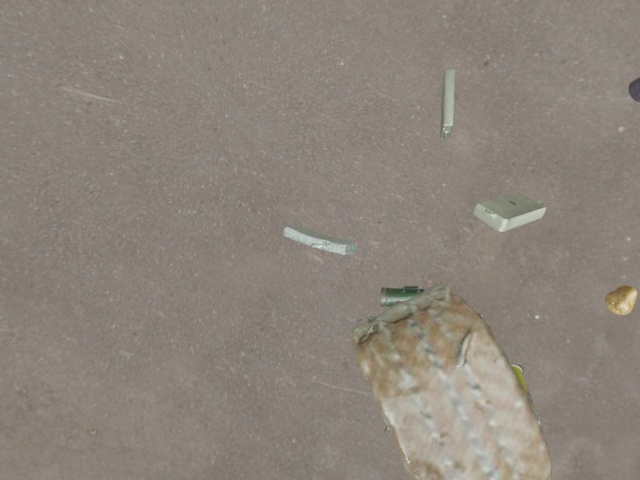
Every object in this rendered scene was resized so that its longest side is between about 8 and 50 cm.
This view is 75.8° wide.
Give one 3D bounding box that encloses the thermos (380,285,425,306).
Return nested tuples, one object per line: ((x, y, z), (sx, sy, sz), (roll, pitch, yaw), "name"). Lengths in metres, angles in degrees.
((0.316, 0.202, 1.489), (0.187, 0.073, 0.083), (-1, 93, 17), "thermos")

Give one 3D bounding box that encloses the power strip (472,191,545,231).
((0.604, -0.096, 1.308), (0.270, 0.118, 0.046), (-15, 131, -33), "power strip")

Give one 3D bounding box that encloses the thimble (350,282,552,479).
((0.135, 0.184, 0.462), (0.148, 0.196, 0.229), (-26, 115, -1), "thimble")

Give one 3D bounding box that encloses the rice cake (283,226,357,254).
((0.000, 0.000, 1.380), (0.236, 0.127, 0.043), (17, 99, 24), "rice cake")

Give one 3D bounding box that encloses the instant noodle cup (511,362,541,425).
((0.508, 0.466, 1.164), (0.204, 0.153, 0.205), (-6, 136, -5), "instant noodle cup")

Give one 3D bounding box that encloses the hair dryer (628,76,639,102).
((0.796, -0.308, 0.892), (0.121, 0.301, 0.361), (35, 74, -7), "hair dryer")

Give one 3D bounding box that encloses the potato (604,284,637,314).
((0.847, 0.166, 1.154), (0.083, 0.068, 0.062), (-46, 151, -2), "potato")

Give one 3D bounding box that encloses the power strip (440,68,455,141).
((0.229, -0.240, 0.742), (0.019, 0.051, 0.136), (4, 75, 8), "power strip")
